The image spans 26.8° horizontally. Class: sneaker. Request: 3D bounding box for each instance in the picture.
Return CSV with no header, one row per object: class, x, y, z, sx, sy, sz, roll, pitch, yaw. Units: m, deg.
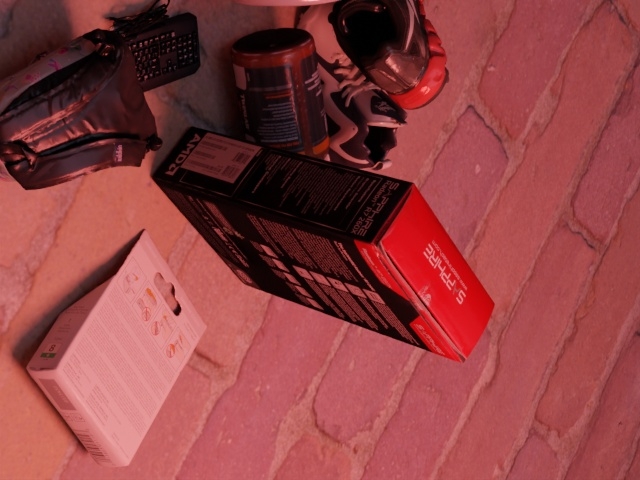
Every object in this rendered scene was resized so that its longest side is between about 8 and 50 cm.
sneaker,0.050,-0.193,1.709,0.094,0.153,0.235,-13,111,-45
sneaker,0.068,-0.294,1.655,0.135,0.098,0.276,21,45,-45

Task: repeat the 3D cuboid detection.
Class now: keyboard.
keyboard,-0.206,-0.211,1.516,0.192,0.038,0.100,-28,121,-40

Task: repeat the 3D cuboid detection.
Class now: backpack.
backpack,-0.275,-0.125,1.405,0.182,0.115,0.152,-33,114,-29

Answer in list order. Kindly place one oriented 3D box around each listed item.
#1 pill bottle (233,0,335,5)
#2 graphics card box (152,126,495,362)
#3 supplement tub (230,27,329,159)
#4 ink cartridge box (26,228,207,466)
pill bottle,-0.039,-0.421,1.536,0.161,0.161,0.283,-22,118,-41
graphics card box,0.000,0.000,1.553,0.094,0.371,0.233,-56,134,-19
supplement tub,-0.046,-0.154,1.654,0.106,0.106,0.198,-29,122,-38
ink cartridge box,-0.236,0.126,1.592,0.181,0.056,0.224,63,38,-37
